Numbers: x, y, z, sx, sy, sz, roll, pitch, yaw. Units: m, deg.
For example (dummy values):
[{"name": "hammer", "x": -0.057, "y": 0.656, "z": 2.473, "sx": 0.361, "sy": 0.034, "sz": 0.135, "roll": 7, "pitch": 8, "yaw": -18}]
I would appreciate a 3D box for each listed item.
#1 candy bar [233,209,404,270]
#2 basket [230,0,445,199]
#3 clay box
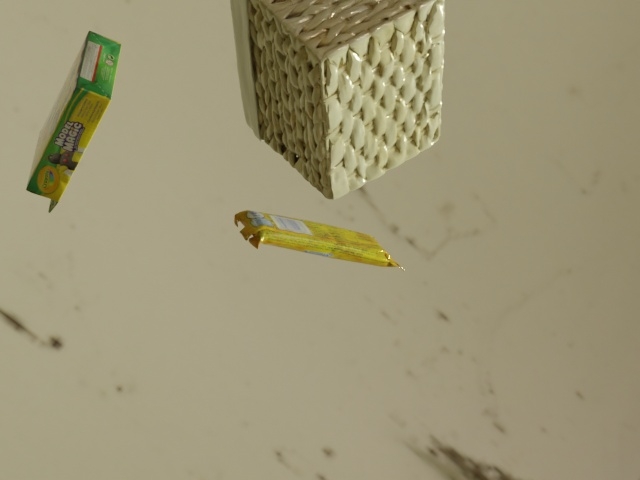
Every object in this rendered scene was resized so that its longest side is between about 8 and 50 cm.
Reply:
[{"name": "candy bar", "x": 0.000, "y": 0.000, "z": 1.226, "sx": 0.040, "sy": 0.161, "sz": 0.018, "roll": 51, "pitch": -61, "yaw": 41}, {"name": "basket", "x": 0.015, "y": -0.123, "z": 1.074, "sx": 0.113, "sy": 0.167, "sz": 0.103, "roll": -30, "pitch": -123, "yaw": -17}, {"name": "clay box", "x": -0.330, "y": -0.152, "z": 2.073, "sx": 0.222, "sy": 0.053, "sz": 0.127, "roll": -55, "pitch": -159, "yaw": 36}]
